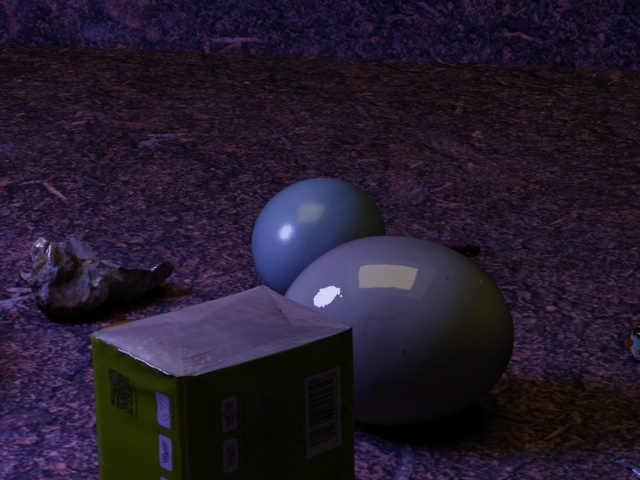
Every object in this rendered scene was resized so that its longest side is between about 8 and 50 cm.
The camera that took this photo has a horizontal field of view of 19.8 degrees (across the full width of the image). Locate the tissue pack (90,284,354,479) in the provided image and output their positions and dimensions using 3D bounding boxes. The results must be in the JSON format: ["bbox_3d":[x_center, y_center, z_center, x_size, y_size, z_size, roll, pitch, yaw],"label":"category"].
[{"bbox_3d":[-0.085,0.207,1.656,0.200,0.274,0.167,-14,23,-36],"label":"tissue pack"}]

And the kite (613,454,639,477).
[{"bbox_3d":[0.356,0.262,1.936,0.139,0.011,0.157,-5,20,-24],"label":"kite"}]

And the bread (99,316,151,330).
[{"bbox_3d":[-0.176,0.139,2.172,0.189,0.077,0.114,1,38,-2],"label":"bread"}]

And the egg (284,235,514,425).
[{"bbox_3d":[0.085,0.102,2.071,0.269,0.219,0.219,12,18,-4],"label":"egg"}]

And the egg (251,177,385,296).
[{"bbox_3d":[0.000,0.000,2.449,0.168,0.168,0.231,9,14,22],"label":"egg"}]

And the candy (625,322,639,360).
[{"bbox_3d":[0.464,0.145,2.252,0.185,0.049,0.055,18,55,23],"label":"candy"}]

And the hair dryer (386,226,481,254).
[{"bbox_3d":[0.170,0.013,2.614,0.154,0.054,0.106,-10,25,-41],"label":"hair dryer"}]

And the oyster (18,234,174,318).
[{"bbox_3d":[-0.309,0.050,2.429,0.161,0.107,0.233,5,0,28],"label":"oyster"}]
